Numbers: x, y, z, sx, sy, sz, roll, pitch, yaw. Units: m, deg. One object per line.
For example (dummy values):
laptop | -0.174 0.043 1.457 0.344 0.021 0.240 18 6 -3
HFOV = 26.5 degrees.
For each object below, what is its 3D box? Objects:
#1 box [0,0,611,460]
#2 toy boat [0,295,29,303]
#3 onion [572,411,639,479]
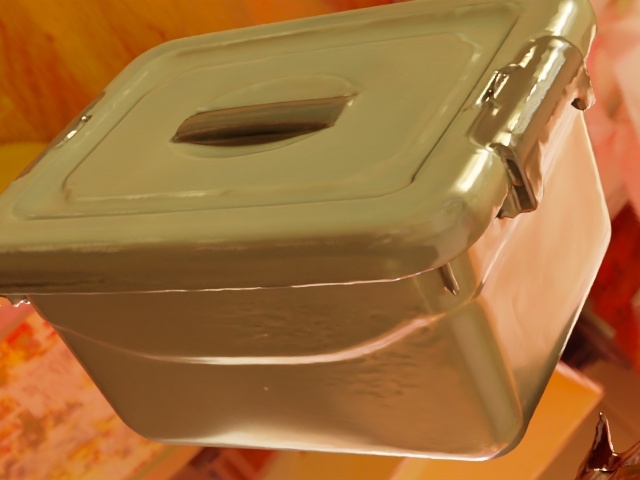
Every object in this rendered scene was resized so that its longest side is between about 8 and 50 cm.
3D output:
box | 0.000 0.000 0.397 0.124 0.172 0.093 -55 131 -41
toy boat | -0.221 0.008 1.013 0.088 0.226 0.068 -21 96 -22
onion | 0.198 0.162 0.524 0.221 0.281 0.281 20 108 -53
